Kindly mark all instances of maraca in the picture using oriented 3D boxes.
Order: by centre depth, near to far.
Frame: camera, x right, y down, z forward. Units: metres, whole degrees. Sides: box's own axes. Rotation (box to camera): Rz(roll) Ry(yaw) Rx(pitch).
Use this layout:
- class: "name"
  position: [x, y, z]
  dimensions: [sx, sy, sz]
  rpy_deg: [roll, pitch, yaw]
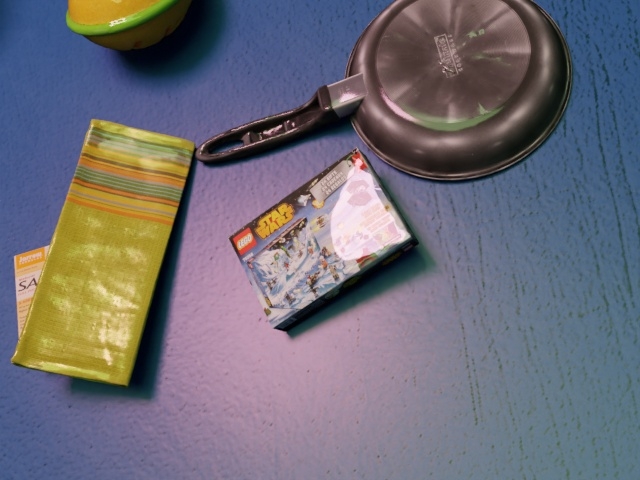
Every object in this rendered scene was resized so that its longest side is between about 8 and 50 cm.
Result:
- class: "maraca"
  position: [-0.174, -0.253, 0.787]
  dimensions: [0.127, 0.099, 0.185]
  rpy_deg: [5, 47, 21]

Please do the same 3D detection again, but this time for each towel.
- class: "towel"
  position: [-0.186, 0.004, 0.707]
  dimensions: [0.102, 0.021, 0.237]
  rpy_deg: [10, 66, 2]

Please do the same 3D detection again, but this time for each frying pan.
- class: "frying pan"
  position: [0.053, -0.154, 0.712]
  dimensions: [0.326, 0.053, 0.197]
  rpy_deg: [6, 72, 15]

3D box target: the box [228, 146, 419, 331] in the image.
- class: "box"
  position: [0.000, 0.000, 0.667]
  dimensions: [0.137, 0.027, 0.094]
  rpy_deg: [-34, 66, 13]

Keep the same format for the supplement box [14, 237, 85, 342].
- class: "supplement box"
  position: [-0.235, 0.055, 0.721]
  dimensions: [0.062, 0.036, 0.098]
  rpy_deg: [-17, 67, 8]
